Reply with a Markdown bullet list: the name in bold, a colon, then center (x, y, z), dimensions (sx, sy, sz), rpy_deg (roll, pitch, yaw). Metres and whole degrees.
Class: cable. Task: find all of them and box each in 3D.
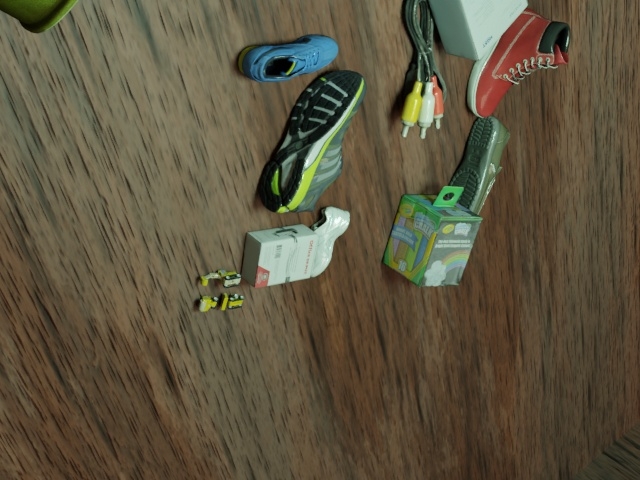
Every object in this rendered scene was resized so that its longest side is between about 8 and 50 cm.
- **cable**: center (0.216, -0.346, 2.002), dimensions (0.139, 0.072, 0.287), rpy_deg (-19, 126, -38)

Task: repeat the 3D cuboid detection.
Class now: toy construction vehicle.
- **toy construction vehicle**: center (-0.191, 0.096, 1.954), dimensions (0.098, 0.035, 0.085), rpy_deg (-10, 132, -34)

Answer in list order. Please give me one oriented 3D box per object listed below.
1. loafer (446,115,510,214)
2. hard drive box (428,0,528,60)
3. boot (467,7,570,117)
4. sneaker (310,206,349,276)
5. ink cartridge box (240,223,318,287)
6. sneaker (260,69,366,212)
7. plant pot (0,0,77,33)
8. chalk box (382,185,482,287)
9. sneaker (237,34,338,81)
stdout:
- **loafer**: center (0.355, -0.146, 2.228), dimensions (0.087, 0.094, 0.251), rpy_deg (7, 110, -38)
- **hard drive box**: center (0.292, -0.493, 1.945), dimensions (0.181, 0.089, 0.232), rpy_deg (-48, 137, -21)
- **boot**: center (0.413, -0.348, 2.096), dimensions (0.088, 0.176, 0.244), rpy_deg (8, 111, -45)
- **sneaker**: center (0.000, 0.000, 2.050), dimensions (0.061, 0.054, 0.152), rpy_deg (21, 98, -30)
- **ink cartridge box**: center (-0.080, 0.029, 1.986), dimensions (0.135, 0.056, 0.099), rpy_deg (-9, 121, -37)
- **sneaker**: center (-0.001, -0.181, 1.908), dimensions (0.121, 0.111, 0.300), rpy_deg (15, 111, -55)
- **plant pot**: center (-0.432, -0.485, 1.191), dimensions (0.353, 0.366, 0.366), rpy_deg (21, 100, -34)
- **chalk box**: center (0.244, -0.023, 2.184), dimensions (0.132, 0.132, 0.213), rpy_deg (0, 114, -40)
- **sneaker**: center (-0.041, -0.314, 1.794), dimensions (0.209, 0.082, 0.069), rpy_deg (-17, 123, -35)
